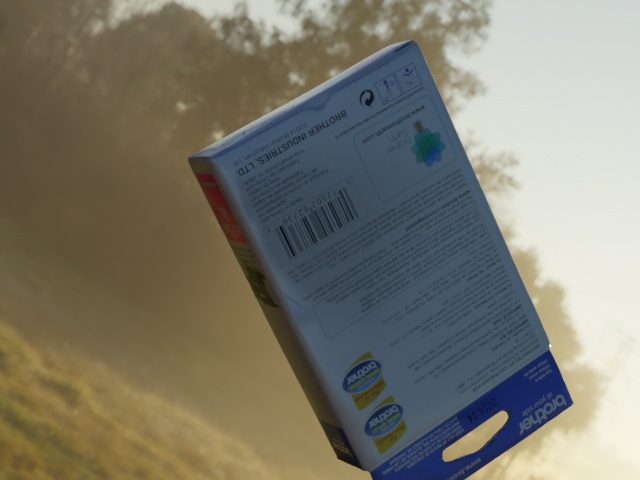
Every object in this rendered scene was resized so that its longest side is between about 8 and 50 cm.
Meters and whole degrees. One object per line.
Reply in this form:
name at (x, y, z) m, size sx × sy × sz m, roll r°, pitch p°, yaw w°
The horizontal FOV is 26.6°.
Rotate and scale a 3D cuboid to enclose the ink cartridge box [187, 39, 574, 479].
ink cartridge box at (0.052, 0.033, 1.007) m, size 0.311 × 0.185 × 0.065 m, roll 63°, pitch -21°, yaw -12°
